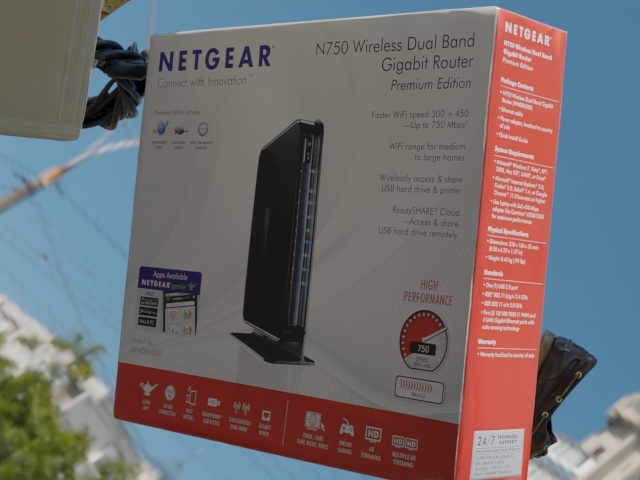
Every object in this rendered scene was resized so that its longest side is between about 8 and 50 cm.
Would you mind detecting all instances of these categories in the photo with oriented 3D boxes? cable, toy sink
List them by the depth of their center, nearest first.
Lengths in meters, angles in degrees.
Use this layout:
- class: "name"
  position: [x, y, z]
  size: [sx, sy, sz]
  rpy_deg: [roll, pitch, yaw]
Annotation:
- class: "toy sink"
  position: [-0.248, -0.166, 0.792]
  size: [0.153, 0.234, 0.131]
  rpy_deg: [-99, -160, -47]
- class: "cable"
  position: [-0.218, -0.123, 1.127]
  size: [0.184, 0.150, 0.047]
  rpy_deg: [-21, -104, 56]

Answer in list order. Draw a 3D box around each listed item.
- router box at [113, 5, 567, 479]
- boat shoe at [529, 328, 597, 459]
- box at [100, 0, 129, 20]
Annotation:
- class: "router box"
  position: [0.000, 0.000, 0.958]
  size: [0.335, 0.082, 0.301]
  rpy_deg: [3, -92, 43]
- class: "boat shoe"
  position: [0.229, 0.202, 1.487]
  size: [0.073, 0.207, 0.073]
  rpy_deg: [29, 8, 3]
- class: "box"
  position: [-0.264, -0.332, 1.719]
  size: [0.324, 0.063, 0.067]
  rpy_deg: [-22, -61, 42]
